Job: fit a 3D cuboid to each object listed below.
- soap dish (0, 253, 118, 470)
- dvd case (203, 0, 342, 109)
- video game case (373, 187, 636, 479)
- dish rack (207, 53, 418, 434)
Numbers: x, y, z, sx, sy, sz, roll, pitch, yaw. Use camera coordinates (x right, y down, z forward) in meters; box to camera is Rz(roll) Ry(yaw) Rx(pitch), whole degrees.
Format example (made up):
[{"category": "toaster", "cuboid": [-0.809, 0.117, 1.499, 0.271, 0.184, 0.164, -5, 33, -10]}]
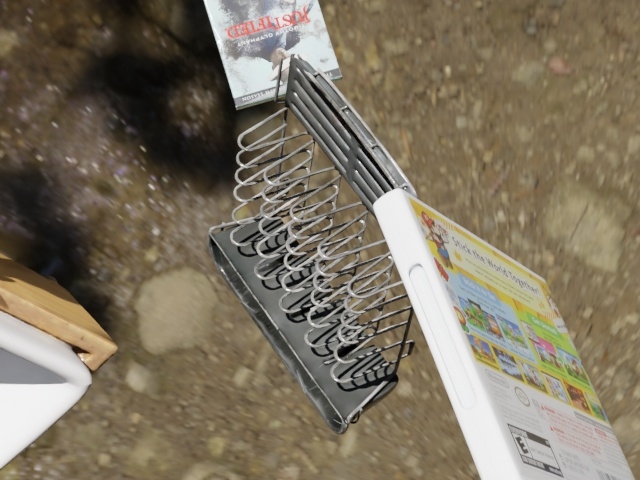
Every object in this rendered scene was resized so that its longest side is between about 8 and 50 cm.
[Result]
[{"category": "soap dish", "cuboid": [-0.339, 0.078, 1.149, 0.229, 0.291, 0.118, -41, 41, 20]}, {"category": "dvd case", "cuboid": [-0.041, -0.169, 1.166, 0.087, 0.013, 0.119, -16, 82, -4]}, {"category": "video game case", "cuboid": [0.129, 0.086, 0.972, 0.026, 0.227, 0.206, -32, 59, 21]}, {"category": "dish rack", "cuboid": [0.000, 0.000, 1.148, 0.074, 0.271, 0.208, -28, 64, -22]}]
